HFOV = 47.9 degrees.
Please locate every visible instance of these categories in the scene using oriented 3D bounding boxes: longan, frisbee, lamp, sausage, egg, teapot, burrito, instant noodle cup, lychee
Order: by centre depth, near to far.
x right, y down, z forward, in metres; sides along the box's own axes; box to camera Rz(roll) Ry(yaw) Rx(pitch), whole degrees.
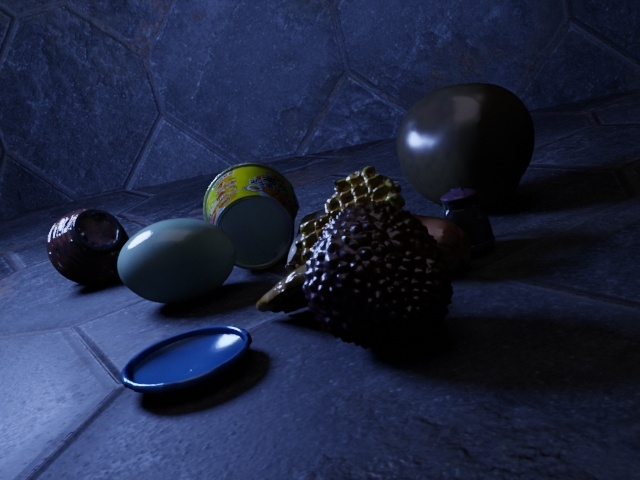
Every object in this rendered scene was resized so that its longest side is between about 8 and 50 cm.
[{"bbox_3d":[0.106,0.069,1.209,0.272,0.271,0.271,-13,15,4],"label":"lychee"},{"bbox_3d":[-0.239,0.222,1.309,0.242,0.045,0.242,-13,14,3],"label":"frisbee"},{"bbox_3d":[0.196,0.003,1.561,0.121,0.121,0.304,-23,18,-30],"label":"sausage"},{"bbox_3d":[0.323,-0.049,1.588,0.116,0.145,0.148,-1,20,40],"label":"teapot"},{"bbox_3d":[-0.343,0.049,1.727,0.283,0.202,0.203,-7,15,-2],"label":"egg"},{"bbox_3d":[-0.004,0.002,1.787,0.143,0.105,0.299,-15,16,11],"label":"burrito"},{"bbox_3d":[0.375,-0.248,1.879,0.361,0.360,0.361,-13,15,4],"label":"longan"},{"bbox_3d":[-0.181,-0.054,1.894,0.265,0.264,0.200,-14,23,-1],"label":"instant noodle cup"},{"bbox_3d":[-0.676,0.022,2.105,0.247,0.246,0.247,-13,15,4],"label":"lamp"}]

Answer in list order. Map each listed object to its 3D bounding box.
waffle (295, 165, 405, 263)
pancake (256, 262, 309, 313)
[{"bbox_3d":[0.065,-0.044,1.567,0.249,0.253,0.056,8,-16,37],"label":"waffle"},{"bbox_3d":[-0.007,0.077,1.413,0.258,0.056,0.212,-18,-20,-7],"label":"pancake"}]
